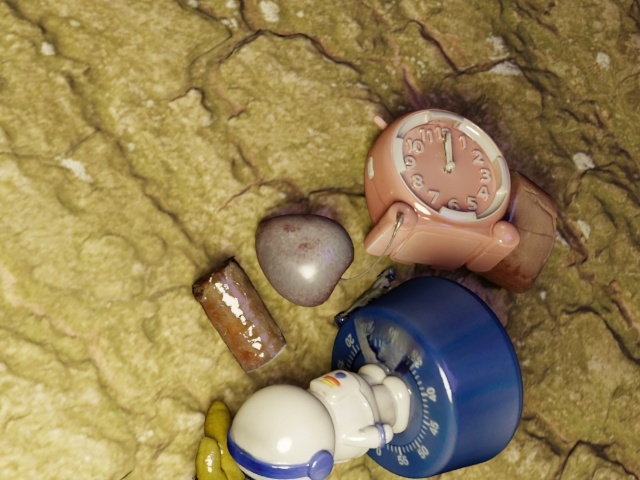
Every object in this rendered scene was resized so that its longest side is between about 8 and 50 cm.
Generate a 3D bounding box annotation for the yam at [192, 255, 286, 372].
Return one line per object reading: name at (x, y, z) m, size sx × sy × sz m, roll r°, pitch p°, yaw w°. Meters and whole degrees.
yam at (-0.108, 0.097, 1.746) m, size 0.079 × 0.079 × 0.141 m, roll -41°, pitch 104°, yaw -38°

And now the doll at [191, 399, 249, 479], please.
doll at (-0.138, 0.309, 1.672) m, size 0.137 × 0.097 × 0.209 m, roll 65°, pitch 24°, yaw -46°

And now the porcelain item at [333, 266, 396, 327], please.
porcelain item at (0.081, 0.077, 1.898) m, size 0.136 × 0.075 × 0.021 m, roll -42°, pitch 102°, yaw -37°

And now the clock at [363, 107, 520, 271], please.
clock at (0.169, -0.084, 1.979) m, size 0.227 × 0.142 × 0.241 m, roll 9°, pitch 62°, yaw -21°

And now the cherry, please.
cherry at (-0.005, -0.003, 1.816) m, size 0.188 × 0.148 × 0.115 m, roll -57°, pitch 150°, yaw -5°

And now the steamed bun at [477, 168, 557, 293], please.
steamed bun at (0.299, -0.013, 2.079) m, size 0.145 × 0.106 × 0.175 m, roll 27°, pitch 74°, yaw -43°

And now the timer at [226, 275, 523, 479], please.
timer at (0.045, 0.219, 1.713) m, size 0.383 × 0.270 × 0.270 m, roll -17°, pitch 89°, yaw -37°
